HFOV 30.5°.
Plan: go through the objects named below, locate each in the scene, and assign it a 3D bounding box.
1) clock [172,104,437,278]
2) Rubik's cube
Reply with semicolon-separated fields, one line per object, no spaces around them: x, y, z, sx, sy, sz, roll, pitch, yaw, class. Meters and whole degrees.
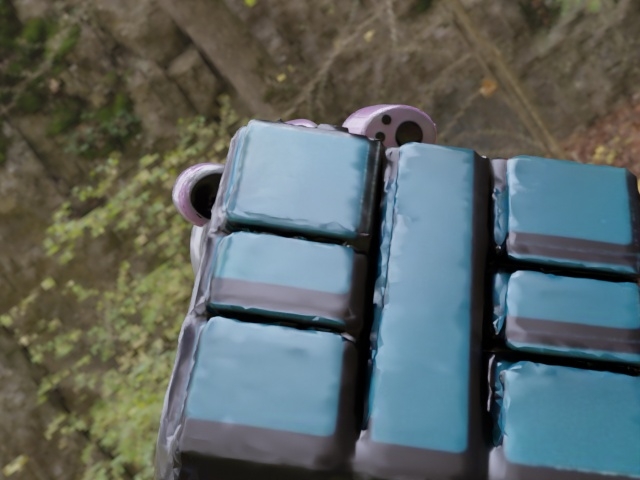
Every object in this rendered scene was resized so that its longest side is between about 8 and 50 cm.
0.000;0.000;1.087;0.248;0.227;0.090;-14;8;-14;clock
0.051;0.119;0.783;0.293;0.284;0.288;93;-175;-48;Rubik's cube
